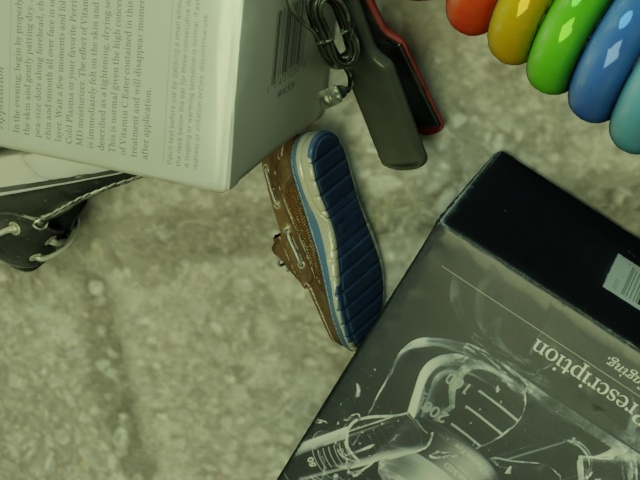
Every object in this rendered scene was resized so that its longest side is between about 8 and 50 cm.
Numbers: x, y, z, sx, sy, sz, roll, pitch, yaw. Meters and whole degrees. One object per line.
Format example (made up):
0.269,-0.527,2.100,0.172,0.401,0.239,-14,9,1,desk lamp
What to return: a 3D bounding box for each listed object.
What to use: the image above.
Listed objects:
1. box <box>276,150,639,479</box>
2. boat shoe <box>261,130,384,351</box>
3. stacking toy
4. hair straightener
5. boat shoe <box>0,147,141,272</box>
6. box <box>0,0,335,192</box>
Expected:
0.176,0.169,1.166,0.343,0.179,0.312,33,117,6,box
0.000,0.000,1.238,0.066,0.066,0.183,1,112,37,boat shoe
0.173,-0.157,1.086,0.330,0.141,0.141,33,116,12,stacking toy
0.028,-0.133,1.110,0.047,0.089,0.230,3,138,27,hair straightener
-0.240,-0.027,1.284,0.301,0.108,0.102,-14,103,26,boat shoe
-0.182,-0.172,1.150,0.345,0.215,0.168,13,113,15,box
